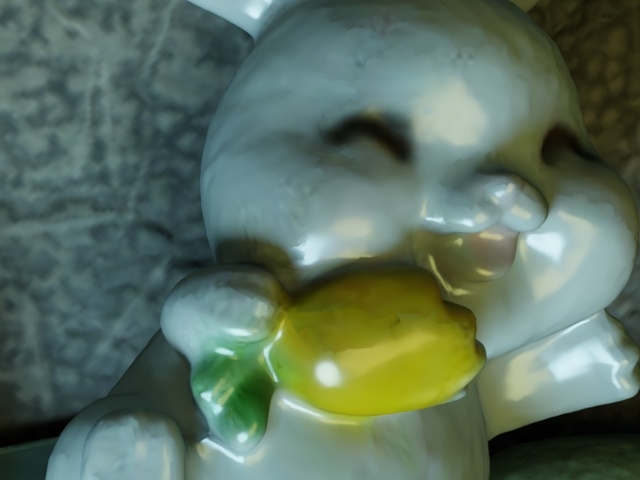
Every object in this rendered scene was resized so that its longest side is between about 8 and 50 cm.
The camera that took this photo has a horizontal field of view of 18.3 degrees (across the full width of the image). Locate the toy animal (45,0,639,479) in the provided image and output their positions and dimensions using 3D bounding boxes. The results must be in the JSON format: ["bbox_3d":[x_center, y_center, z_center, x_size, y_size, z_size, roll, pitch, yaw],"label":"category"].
[{"bbox_3d":[0.006,0.004,0.672,0.208,0.154,0.325,-3,79,-12],"label":"toy animal"}]

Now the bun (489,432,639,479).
[{"bbox_3d":[0.117,0.222,0.809,0.283,0.179,0.283,-6,113,-14],"label":"bun"}]

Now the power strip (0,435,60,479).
[{"bbox_3d":[-0.161,0.120,0.739,0.265,0.059,0.193,-10,121,-13],"label":"power strip"}]
